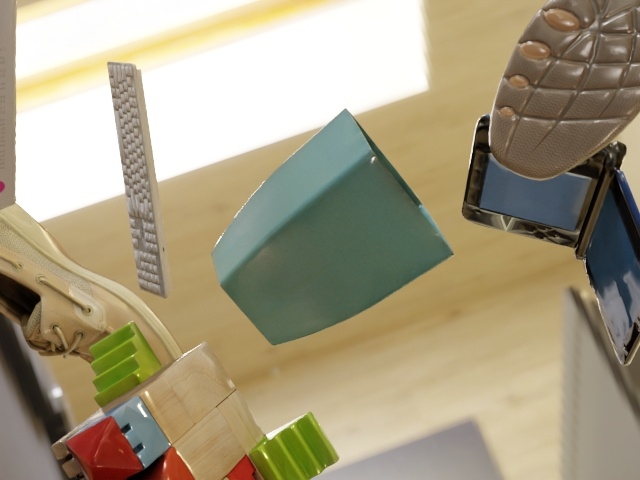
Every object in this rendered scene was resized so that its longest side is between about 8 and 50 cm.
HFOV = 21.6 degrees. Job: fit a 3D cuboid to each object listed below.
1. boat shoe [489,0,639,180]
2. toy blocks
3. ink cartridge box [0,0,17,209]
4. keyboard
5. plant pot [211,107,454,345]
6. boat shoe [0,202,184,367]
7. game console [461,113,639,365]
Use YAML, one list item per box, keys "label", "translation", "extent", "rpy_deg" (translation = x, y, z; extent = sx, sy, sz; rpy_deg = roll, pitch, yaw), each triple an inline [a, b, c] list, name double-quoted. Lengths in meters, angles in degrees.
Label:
- label: "boat shoe"
  translation: [0.281, -0.201, 1.545]
  extent: [0.132, 0.355, 0.130]
  rpy_deg: [35, -3, 13]
- label: "toy blocks"
  translation: [-0.097, 0.257, 1.317]
  extent: [0.381, 0.191, 0.261]
  rpy_deg: [58, 22, -2]
- label: "ink cartridge box"
  translation: [-0.247, -0.146, 1.123]
  extent: [0.371, 0.069, 0.175]
  rpy_deg: [110, -33, -56]
- label: "keyboard"
  translation: [-0.197, -0.066, 1.809]
  extent: [0.072, 0.014, 0.256]
  rpy_deg: [10, -70, 54]
- label: "plant pot"
  translation: [0.000, 0.000, 1.939]
  extent: [0.165, 0.234, 0.165]
  rpy_deg: [49, 7, -23]
- label: "boat shoe"
  translation: [-0.269, 0.077, 1.724]
  extent: [0.302, 0.098, 0.109]
  rpy_deg: [41, -41, -4]
- label: "game console"
  translation: [0.283, 0.005, 2.006]
  extent: [0.293, 0.250, 0.173]
  rpy_deg: [89, 17, -67]
